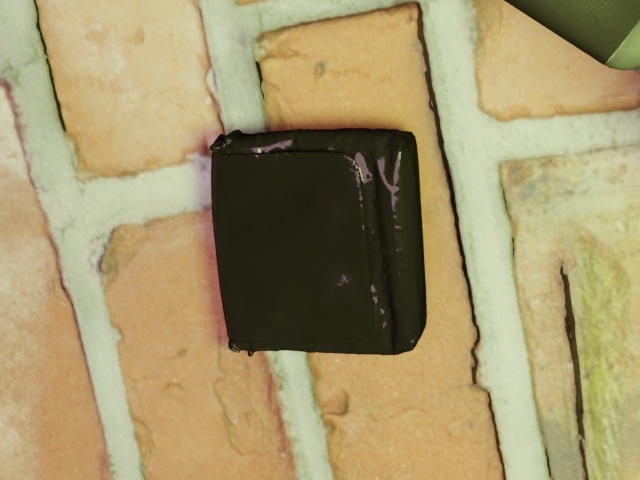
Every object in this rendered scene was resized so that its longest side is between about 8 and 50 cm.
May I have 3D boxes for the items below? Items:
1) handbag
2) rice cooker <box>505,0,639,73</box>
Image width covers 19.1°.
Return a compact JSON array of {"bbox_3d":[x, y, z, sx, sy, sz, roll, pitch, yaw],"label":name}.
[{"bbox_3d":[0.000,0.000,1.992,0.223,0.080,0.246,1,107,18],"label":"handbag"},{"bbox_3d":[0.255,-0.325,1.755,0.277,0.288,0.288,33,108,2],"label":"rice cooker"}]
